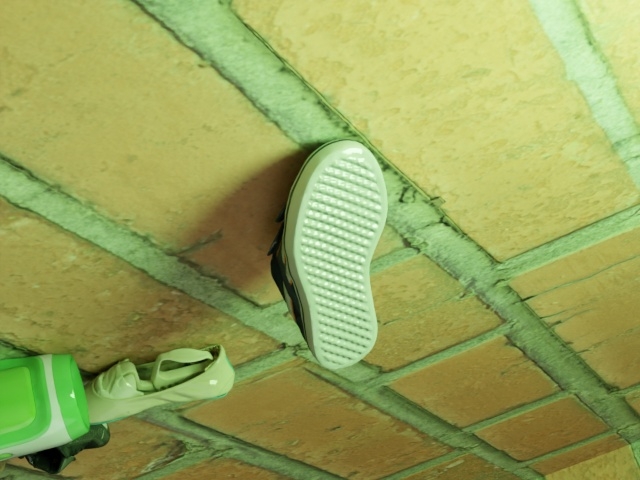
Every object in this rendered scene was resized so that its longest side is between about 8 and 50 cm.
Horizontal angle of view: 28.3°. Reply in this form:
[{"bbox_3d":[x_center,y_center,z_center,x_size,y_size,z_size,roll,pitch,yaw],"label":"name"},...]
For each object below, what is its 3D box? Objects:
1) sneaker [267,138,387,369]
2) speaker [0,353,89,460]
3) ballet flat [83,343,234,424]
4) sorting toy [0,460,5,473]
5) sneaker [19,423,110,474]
[{"bbox_3d":[0.000,0.000,1.511,0.126,0.127,0.321,-14,131,-19],"label":"sneaker"},{"bbox_3d":[-0.466,0.239,1.690,0.296,0.131,0.131,-14,155,-5],"label":"speaker"},{"bbox_3d":[-0.246,0.198,1.814,0.248,0.086,0.086,-11,154,-14],"label":"ballet flat"},{"bbox_3d":[-0.528,0.360,1.875,0.038,0.193,0.208,25,148,4],"label":"sorting toy"},{"bbox_3d":[-0.390,0.301,1.886,0.078,0.106,0.234,-24,154,17],"label":"sneaker"}]
